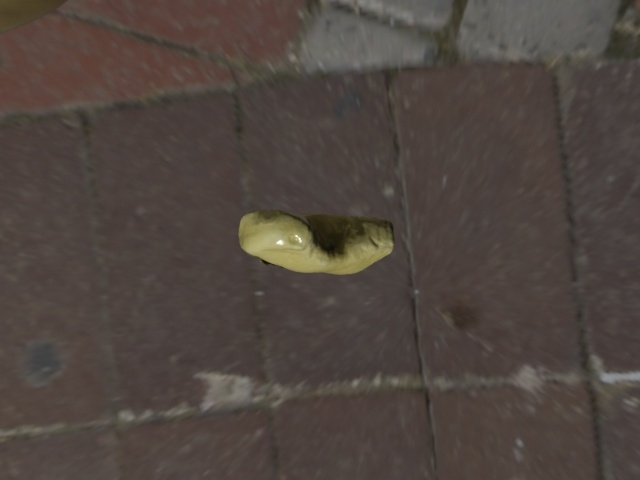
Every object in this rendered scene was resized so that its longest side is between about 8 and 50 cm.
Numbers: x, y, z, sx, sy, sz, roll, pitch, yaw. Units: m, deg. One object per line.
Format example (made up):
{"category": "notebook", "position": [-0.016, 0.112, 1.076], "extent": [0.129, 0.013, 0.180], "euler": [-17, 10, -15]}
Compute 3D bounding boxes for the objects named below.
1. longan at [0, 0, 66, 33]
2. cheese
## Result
{"category": "longan", "position": [-0.177, -0.171, 0.836], "extent": [0.184, 0.204, 0.159], "euler": [-3, 75, 32]}
{"category": "cheese", "position": [0.000, 0.000, 0.931], "extent": [0.044, 0.083, 0.030], "euler": [-22, 69, 38]}
